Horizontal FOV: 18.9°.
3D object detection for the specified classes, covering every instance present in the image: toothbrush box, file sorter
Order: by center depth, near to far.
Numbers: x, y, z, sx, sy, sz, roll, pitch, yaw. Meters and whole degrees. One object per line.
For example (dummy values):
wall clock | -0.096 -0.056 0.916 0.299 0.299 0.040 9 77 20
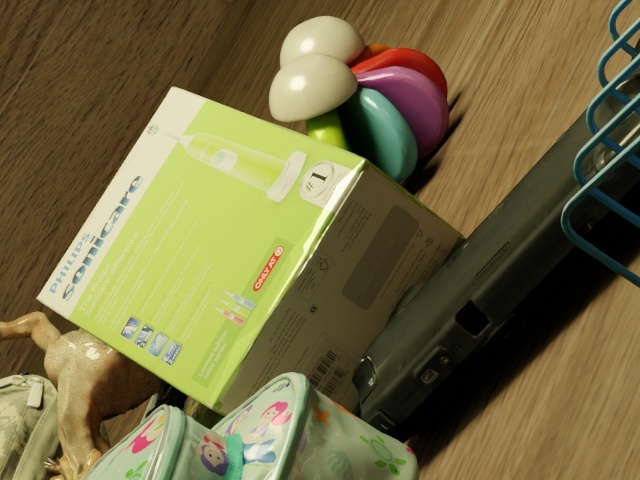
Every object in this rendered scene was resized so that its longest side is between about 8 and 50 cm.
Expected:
file sorter | 0.195 -0.061 0.933 0.118 0.104 0.170 -47 16 43
toothbrush box | -0.060 0.021 1.452 0.283 0.122 0.206 23 80 52

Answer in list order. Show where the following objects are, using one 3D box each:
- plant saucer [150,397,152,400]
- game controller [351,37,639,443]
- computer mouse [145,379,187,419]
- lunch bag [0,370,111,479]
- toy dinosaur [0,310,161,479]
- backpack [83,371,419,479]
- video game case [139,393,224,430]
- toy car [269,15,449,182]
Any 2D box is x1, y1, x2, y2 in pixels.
plant saucer | -0.084 0.077 1.836 0.241 0.037 0.241 -54 12 17
game controller | 0.132 -0.004 1.179 0.319 0.067 0.166 -49 0 33
computer mouse | -0.059 0.091 1.550 0.193 0.042 0.106 -36 17 24
lunch bag | -0.310 0.292 1.730 0.256 0.212 0.305 -54 11 34
toy dinosaur | -0.167 0.107 1.662 0.127 0.200 0.295 1 35 46
backpack | -0.059 0.200 1.107 0.225 0.191 0.253 -43 13 51
video game case | -0.124 0.185 1.652 0.193 0.023 0.212 -14 50 62
toy car | 0.043 -0.103 1.612 0.136 0.159 0.182 -14 26 14
